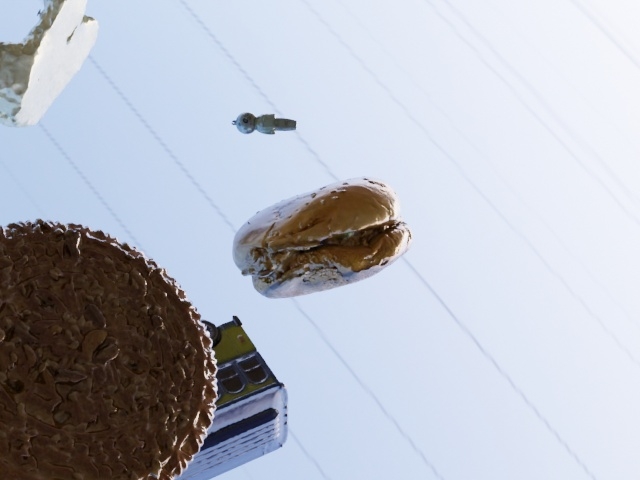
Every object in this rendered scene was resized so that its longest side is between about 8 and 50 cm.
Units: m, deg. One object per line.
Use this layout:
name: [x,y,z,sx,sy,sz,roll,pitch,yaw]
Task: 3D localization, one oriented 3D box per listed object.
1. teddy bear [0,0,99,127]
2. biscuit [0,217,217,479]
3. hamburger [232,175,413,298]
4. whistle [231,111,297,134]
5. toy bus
teddy bear: [-0.674,-0.371,1.656,0.362,0.327,0.375,20,-112,3]
biscuit: [-0.229,0.107,0.810,0.305,0.038,0.305,21,-131,-27]
hamburger: [0.000,0.000,1.452,0.170,0.290,0.314,70,-164,1]
whistle: [-0.086,-0.178,1.332,0.100,0.035,0.035,3,-127,2]
toy bus: [-0.203,0.234,1.158,0.288,0.138,0.175,-20,-135,-23]
